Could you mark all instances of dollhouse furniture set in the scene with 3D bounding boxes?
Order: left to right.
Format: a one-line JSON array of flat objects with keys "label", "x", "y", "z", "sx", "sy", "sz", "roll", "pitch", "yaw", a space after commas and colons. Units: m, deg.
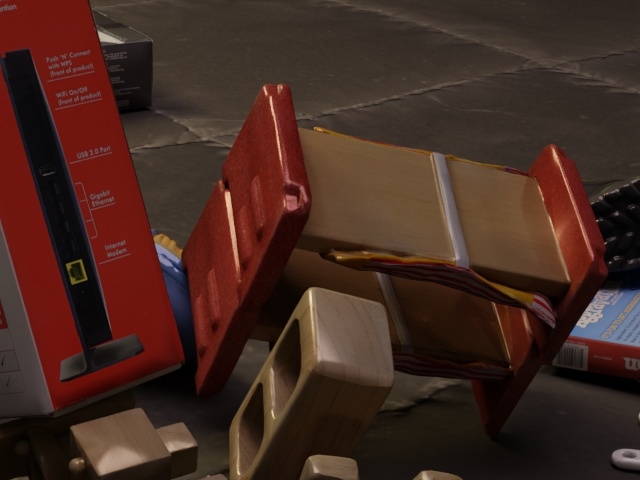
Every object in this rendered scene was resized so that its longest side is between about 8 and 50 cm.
[{"label": "dollhouse furniture set", "x": -0.113, "y": 0.151, "z": 0.674, "sx": 0.123, "sy": 0.144, "sz": 0.151, "roll": -14, "pitch": 41, "yaw": -25}, {"label": "dollhouse furniture set", "x": 0.051, "y": 0.101, "z": 0.807, "sx": 0.201, "sy": 0.152, "sz": 0.374, "roll": 12, "pitch": 42, "yaw": -20}]

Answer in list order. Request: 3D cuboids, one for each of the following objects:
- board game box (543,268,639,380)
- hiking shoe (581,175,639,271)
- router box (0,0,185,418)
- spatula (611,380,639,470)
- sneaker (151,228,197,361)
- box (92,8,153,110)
[{"label": "board game box", "x": 0.270, "y": 0.040, "z": 1.109, "sx": 0.145, "sy": 0.027, "sz": 0.281, "roll": 9, "pitch": 21, "yaw": 25}, {"label": "hiking shoe", "x": 0.144, "y": 0.003, "z": 1.126, "sx": 0.227, "sy": 0.086, "sz": 0.114, "roll": -8, "pitch": 3, "yaw": -5}, {"label": "router box", "x": -0.237, "y": -0.057, "z": 0.795, "sx": 0.082, "sy": 0.301, "sz": 0.335, "roll": -19, "pitch": 7, "yaw": -43}, {"label": "spatula", "x": 0.306, "y": 0.121, "z": 0.942, "sx": 0.242, "sy": 0.019, "sz": 0.168, "roll": 4, "pitch": 22, "yaw": 15}, {"label": "sneaker", "x": -0.206, "y": 0.044, "z": 0.991, "sx": 0.296, "sy": 0.112, "sz": 0.131, "roll": 12, "pitch": 45, "yaw": 18}, {"label": "box", "x": -0.358, "y": -0.180, "z": 1.544, "sx": 0.307, "sy": 0.076, "sz": 0.242, "roll": -11, "pitch": 25, "yaw": -32}]
